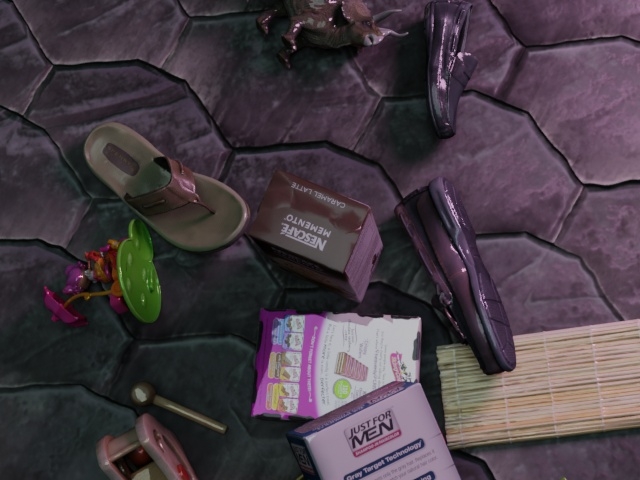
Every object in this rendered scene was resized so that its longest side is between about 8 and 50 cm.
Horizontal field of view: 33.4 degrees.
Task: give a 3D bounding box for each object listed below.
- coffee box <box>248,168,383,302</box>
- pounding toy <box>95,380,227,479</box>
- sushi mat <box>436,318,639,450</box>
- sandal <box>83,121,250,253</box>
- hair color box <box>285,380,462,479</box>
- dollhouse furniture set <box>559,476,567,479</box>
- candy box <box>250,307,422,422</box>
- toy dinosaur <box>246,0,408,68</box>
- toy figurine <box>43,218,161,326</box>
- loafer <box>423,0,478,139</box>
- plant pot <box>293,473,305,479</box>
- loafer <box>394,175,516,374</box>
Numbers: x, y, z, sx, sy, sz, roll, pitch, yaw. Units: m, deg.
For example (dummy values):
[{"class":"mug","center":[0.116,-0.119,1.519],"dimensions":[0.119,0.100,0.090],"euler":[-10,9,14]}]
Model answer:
[{"class":"coffee box","center":[0.000,0.000,1.480],"dimensions":[0.141,0.246,0.098],"euler":[22,81,12]},{"class":"pounding toy","center":[-0.205,0.309,1.489],"dimensions":[0.155,0.154,0.269],"euler":[-30,76,1]},{"class":"sushi mat","center":[0.327,0.203,1.508],"dimensions":[0.317,0.019,0.151],"euler":[-8,76,6]},{"class":"sandal","center":[-0.246,-0.080,1.615],"dimensions":[0.303,0.086,0.120],"euler":[31,84,13]},{"class":"hair color box","center":[0.107,0.375,1.392],"dimensions":[0.174,0.105,0.347],"euler":[-23,91,-16]},{"class":"dollhouse furniture set","center":[0.294,0.393,1.447],"dimensions":[0.152,0.076,0.058],"euler":[-40,63,-4]},{"class":"candy box","center":[0.026,0.184,1.526],"dimensions":[0.234,0.071,0.159],"euler":[3,78,9]},{"class":"toy dinosaur","center":[-0.022,-0.372,1.651],"dimensions":[0.160,0.121,0.313],"euler":[-34,70,-13]},{"class":"toy figurine","center":[-0.338,0.061,1.596],"dimensions":[0.159,0.130,0.173],"euler":[-15,54,14]},{"class":"loafer","center":[0.196,-0.260,1.598],"dimensions":[0.078,0.076,0.223],"euler":[-3,73,15]},{"class":"plant pot","center":[-0.002,0.373,1.467],"dimensions":[0.134,0.095,0.134],"euler":[2,84,-16]},{"class":"loafer","center":[0.191,0.058,1.528],"dimensions":[0.095,0.109,0.302],"euler":[-25,68,21]}]
